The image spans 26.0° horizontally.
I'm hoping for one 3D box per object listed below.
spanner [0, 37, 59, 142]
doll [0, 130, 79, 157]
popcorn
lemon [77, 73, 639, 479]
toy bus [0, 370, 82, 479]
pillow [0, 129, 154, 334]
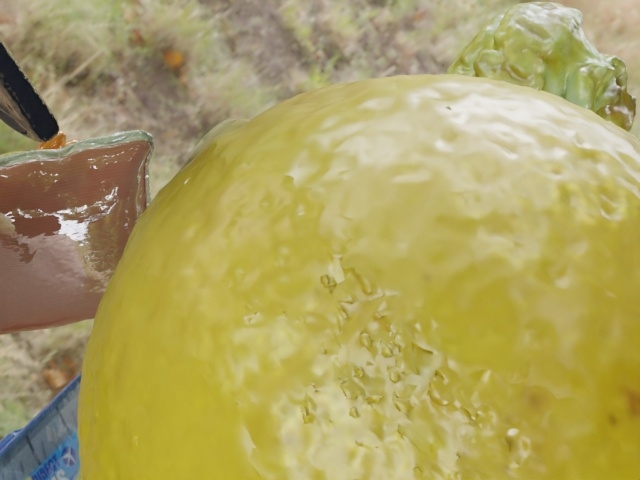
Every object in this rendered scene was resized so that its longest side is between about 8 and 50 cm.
[{"bbox_3d":[-0.098,-0.064,0.330,0.046,0.208,0.012,30,79,10],"label":"spanner"},{"bbox_3d":[-0.339,-0.037,1.422,0.221,0.143,0.135,-34,73,-26],"label":"doll"},{"bbox_3d":[0.214,-0.139,1.426,0.183,0.204,0.221,33,0,20],"label":"popcorn"},{"bbox_3d":[0.047,0.076,0.526,0.293,0.293,0.293,22,54,-34],"label":"lemon"},{"bbox_3d":[-0.138,0.138,0.844,0.079,0.236,0.094,4,51,-52],"label":"toy bus"},{"bbox_3d":[-0.218,-0.007,1.158,0.171,0.179,0.075,-11,39,-15],"label":"pillow"}]
